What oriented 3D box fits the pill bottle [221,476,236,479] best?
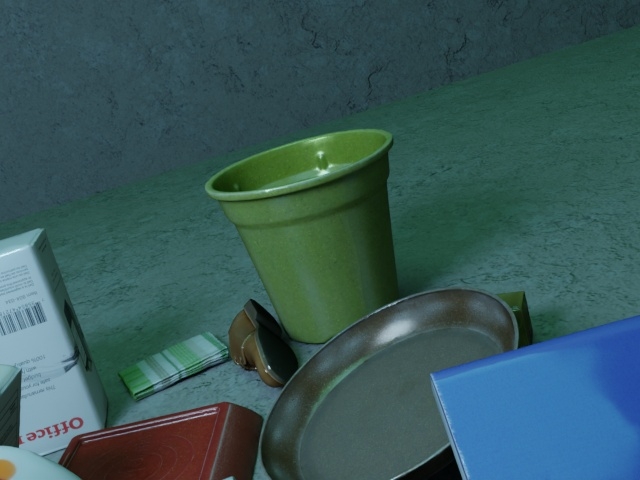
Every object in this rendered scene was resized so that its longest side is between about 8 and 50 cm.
[{"bbox_3d":[-0.144,0.279,0.799,0.160,0.087,0.087,-20,18,-6],"label":"pill bottle"}]

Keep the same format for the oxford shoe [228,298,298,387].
[{"bbox_3d":[-0.086,0.157,1.202,0.076,0.076,0.212,-46,21,3],"label":"oxford shoe"}]

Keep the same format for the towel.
[{"bbox_3d":[-0.216,0.185,1.283,0.152,0.023,0.113,-24,17,-19],"label":"towel"}]

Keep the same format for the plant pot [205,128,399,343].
[{"bbox_3d":[0.000,0.000,1.266,0.275,0.254,0.276,-14,18,5],"label":"plant pot"}]

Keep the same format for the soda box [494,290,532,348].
[{"bbox_3d":[0.171,0.112,1.092,0.181,0.061,0.058,-9,18,19],"label":"soda box"}]

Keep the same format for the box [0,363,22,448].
[{"bbox_3d":[-0.377,0.245,0.834,0.126,0.233,0.149,8,19,0],"label":"box"}]

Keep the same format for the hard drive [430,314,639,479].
[{"bbox_3d":[0.275,0.162,0.720,0.318,0.040,0.210,-16,51,0],"label":"hard drive"}]

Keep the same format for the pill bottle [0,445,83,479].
[{"bbox_3d":[-0.293,0.331,0.556,0.223,0.224,0.392,-10,18,19],"label":"pill bottle"}]

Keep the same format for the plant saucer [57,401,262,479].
[{"bbox_3d":[-0.205,0.268,0.968,0.258,0.048,0.258,-14,17,7],"label":"plant saucer"}]

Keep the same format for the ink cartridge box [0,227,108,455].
[{"bbox_3d":[-0.421,0.148,1.150,0.198,0.273,0.115,-17,15,-6],"label":"ink cartridge box"}]

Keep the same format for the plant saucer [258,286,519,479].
[{"bbox_3d":[0.076,0.166,0.922,0.310,0.050,0.311,-30,22,13],"label":"plant saucer"}]
